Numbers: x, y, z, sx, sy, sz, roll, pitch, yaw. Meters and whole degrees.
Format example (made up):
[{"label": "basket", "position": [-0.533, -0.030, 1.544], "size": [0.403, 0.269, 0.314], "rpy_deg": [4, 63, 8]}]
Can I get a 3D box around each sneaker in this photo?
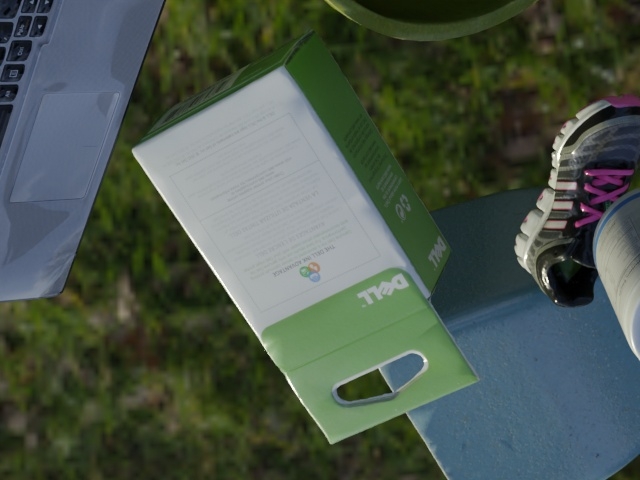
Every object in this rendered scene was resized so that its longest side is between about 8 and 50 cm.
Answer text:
[{"label": "sneaker", "position": [0.184, -0.020, 1.238], "size": [0.063, 0.075, 0.170], "rpy_deg": [0, 135, -23]}]

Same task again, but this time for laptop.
[{"label": "laptop", "position": [-0.280, -0.022, 1.443], "size": [0.408, 0.236, 0.382], "rpy_deg": [-5, 131, -38]}]

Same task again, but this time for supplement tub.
[{"label": "supplement tub", "position": [0.182, 0.020, 0.952], "size": [0.071, 0.107, 0.071], "rpy_deg": [-1, 113, -3]}]

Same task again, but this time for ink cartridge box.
[{"label": "ink cartridge box", "position": [0.000, 0.000, 1.043], "size": [0.109, 0.062, 0.209], "rpy_deg": [-26, 105, 26]}]

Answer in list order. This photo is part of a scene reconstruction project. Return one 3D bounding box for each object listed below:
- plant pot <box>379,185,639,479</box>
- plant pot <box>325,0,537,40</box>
[{"label": "plant pot", "position": [0.219, 0.089, 1.782], "size": [0.252, 0.247, 0.248], "rpy_deg": [-24, 114, 17]}, {"label": "plant pot", "position": [-0.023, -0.341, 1.020], "size": [0.353, 0.366, 0.366], "rpy_deg": [29, 173, 36]}]
